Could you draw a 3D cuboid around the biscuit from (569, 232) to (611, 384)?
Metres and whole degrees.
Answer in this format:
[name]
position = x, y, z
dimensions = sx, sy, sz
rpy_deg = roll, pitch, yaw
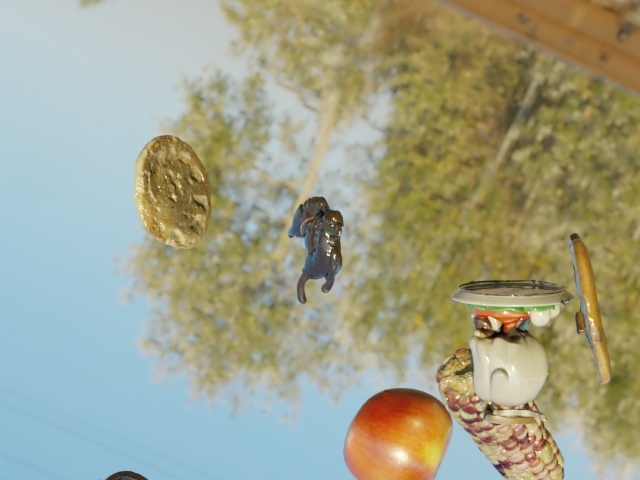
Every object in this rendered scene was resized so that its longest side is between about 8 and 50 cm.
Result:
[biscuit]
position = 0.456, 0.115, 2.491
dimensions = 0.041, 0.260, 0.203
rpy_deg = -11, 166, 3

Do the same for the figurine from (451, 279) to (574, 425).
[figurine]
position = 0.204, 0.124, 1.549
dimensions = 0.132, 0.153, 0.132
rpy_deg = -1, -174, 0

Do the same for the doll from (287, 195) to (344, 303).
[doll]
position = 0.000, 0.000, 1.962
dimensions = 0.057, 0.165, 0.139
rpy_deg = 0, -122, -15

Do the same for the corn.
[corn]
position = 0.214, 0.219, 1.716
dimensions = 0.092, 0.092, 0.280
rpy_deg = 31, 162, 43

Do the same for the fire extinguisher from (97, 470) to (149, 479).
[fire extinguisher]
position = -0.236, 0.302, 1.370
dimensions = 0.106, 0.252, 0.075
rpy_deg = 44, -143, -16

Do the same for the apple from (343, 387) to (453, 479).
[apple]
position = 0.108, 0.283, 2.077
dimensions = 0.139, 0.163, 0.163
rpy_deg = 18, -174, 12

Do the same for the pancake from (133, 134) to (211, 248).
[pancake]
position = -0.191, -0.062, 1.899
dimensions = 0.025, 0.151, 0.151
rpy_deg = -9, 167, 32
